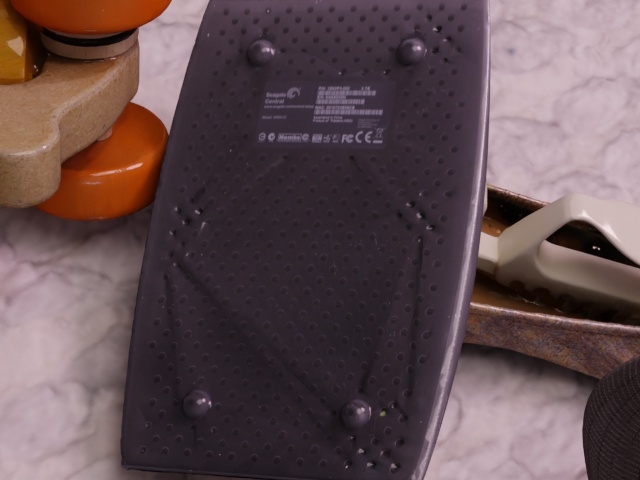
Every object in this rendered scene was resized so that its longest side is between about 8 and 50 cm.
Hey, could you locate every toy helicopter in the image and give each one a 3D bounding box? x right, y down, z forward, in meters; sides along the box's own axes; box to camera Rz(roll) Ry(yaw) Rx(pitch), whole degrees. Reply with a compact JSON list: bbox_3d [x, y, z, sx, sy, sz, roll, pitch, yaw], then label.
[{"bbox_3d":[-0.239,-0.055,0.955,0.235,0.140,0.355,19,37,21],"label":"toy helicopter"}]

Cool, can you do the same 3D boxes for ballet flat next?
[{"bbox_3d":[0.094,0.001,1.067,0.316,0.106,0.107,12,54,-12],"label":"ballet flat"}]

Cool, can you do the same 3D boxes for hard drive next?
[{"bbox_3d":[0.000,0.000,0.992,0.172,0.054,0.255,1,69,22],"label":"hard drive"}]

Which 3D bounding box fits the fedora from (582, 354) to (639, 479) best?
[{"bbox_3d":[0.262,0.116,0.958,0.124,0.243,0.275,-52,123,-40],"label":"fedora"}]
